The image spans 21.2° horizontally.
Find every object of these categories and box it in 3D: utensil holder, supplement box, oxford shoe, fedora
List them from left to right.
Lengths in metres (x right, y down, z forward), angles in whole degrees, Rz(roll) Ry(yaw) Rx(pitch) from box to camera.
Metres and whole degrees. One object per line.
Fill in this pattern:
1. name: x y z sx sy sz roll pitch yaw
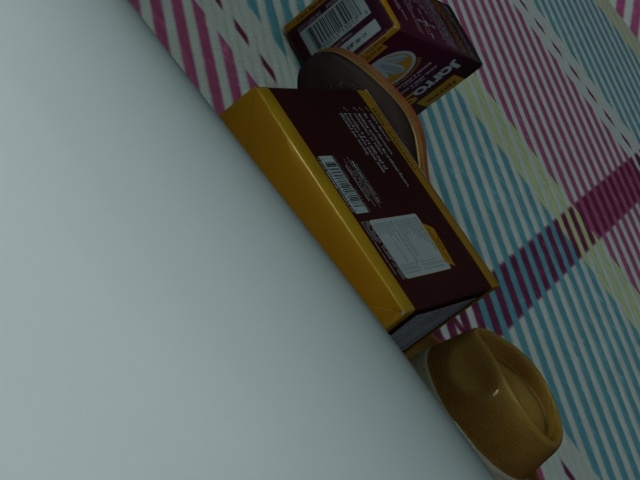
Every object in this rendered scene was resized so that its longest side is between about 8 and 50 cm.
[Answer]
1. utensil holder: -0.145 0.068 0.638 0.385 0.327 0.327 51 23 -10
2. supplement box: 0.000 0.000 1.252 0.191 0.129 0.194 57 23 11
3. oxford shoe: 0.035 -0.061 1.459 0.098 0.097 0.271 11 46 -50
4. supplement box: 0.065 -0.192 1.689 0.188 0.104 0.081 11 46 -57
5. fedora: 0.136 0.134 1.379 0.194 0.079 0.194 41 25 -24
